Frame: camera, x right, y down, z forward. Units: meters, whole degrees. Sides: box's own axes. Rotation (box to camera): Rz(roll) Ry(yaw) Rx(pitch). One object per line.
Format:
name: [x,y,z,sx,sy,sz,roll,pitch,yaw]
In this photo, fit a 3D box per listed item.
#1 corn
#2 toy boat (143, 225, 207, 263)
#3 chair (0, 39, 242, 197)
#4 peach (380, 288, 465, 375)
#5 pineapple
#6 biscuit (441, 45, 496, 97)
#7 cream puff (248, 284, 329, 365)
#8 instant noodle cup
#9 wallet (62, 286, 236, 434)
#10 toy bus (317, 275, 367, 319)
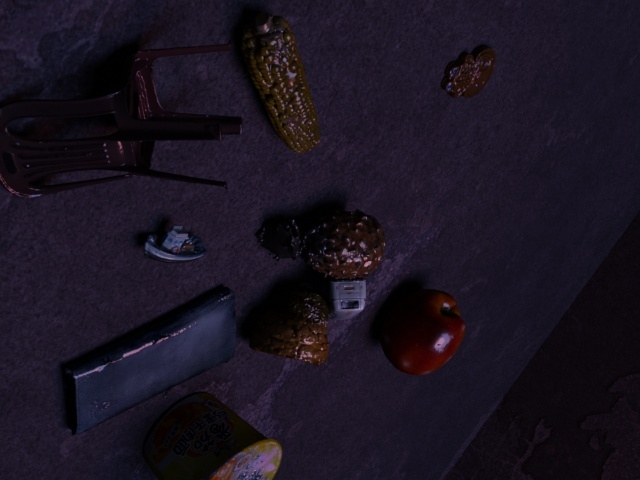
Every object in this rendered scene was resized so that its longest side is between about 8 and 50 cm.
corn: [-0.063,-0.261,1.507,0.097,0.097,0.320,-44,149,-14]
toy boat: [-0.253,0.004,1.552,0.140,0.059,0.066,0,134,-51]
chair: [-0.288,-0.169,1.281,0.326,0.183,0.176,1,137,2]
peach: [0.266,0.240,2.357,0.243,0.199,0.243,-47,-171,10]
pineapple: [0.000,0.000,1.819,0.278,0.158,0.158,6,117,-43]
biscuit: [0.336,-0.372,1.983,0.175,0.026,0.124,-22,137,-41]
cream puff: [-0.054,0.174,1.923,0.183,0.183,0.169,24,77,-58]
instant noodle cup: [-0.239,0.468,1.908,0.264,0.200,0.264,-34,145,-27]
wallet: [-0.318,0.233,1.714,0.379,0.046,0.191,-26,139,-35]
toy bus: [0.047,0.131,1.976,0.087,0.089,0.194,-1,169,-11]
